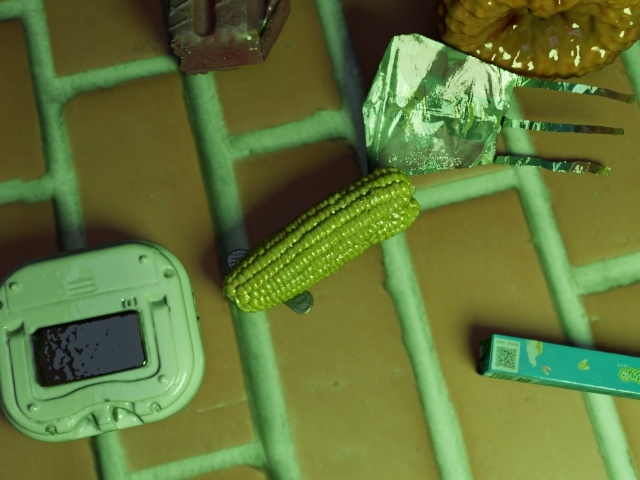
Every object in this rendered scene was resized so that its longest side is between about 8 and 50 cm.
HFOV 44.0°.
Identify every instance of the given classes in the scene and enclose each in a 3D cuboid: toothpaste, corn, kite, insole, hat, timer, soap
[{"bbox_3d":[0.342,0.169,1.025,0.266,0.065,0.050,9,72,1],"label":"toothpaste"},{"bbox_3d":[0.000,0.000,1.045,0.291,0.101,0.101,-32,79,-6],"label":"corn"},{"bbox_3d":[0.235,-0.161,1.086,0.360,0.022,0.204,9,115,-4],"label":"kite"},{"bbox_3d":[-0.069,0.054,1.074,0.135,0.002,0.045,34,78,7],"label":"insole"},{"bbox_3d":[0.299,-0.436,1.080,0.285,0.285,0.400,2,72,-1],"label":"hat"},{"bbox_3d":[-0.284,0.124,1.008,0.262,0.087,0.237,-12,77,-4],"label":"timer"},{"bbox_3d":[-0.128,-0.392,1.130,0.182,0.112,0.289,-4,76,-3],"label":"soap"}]
